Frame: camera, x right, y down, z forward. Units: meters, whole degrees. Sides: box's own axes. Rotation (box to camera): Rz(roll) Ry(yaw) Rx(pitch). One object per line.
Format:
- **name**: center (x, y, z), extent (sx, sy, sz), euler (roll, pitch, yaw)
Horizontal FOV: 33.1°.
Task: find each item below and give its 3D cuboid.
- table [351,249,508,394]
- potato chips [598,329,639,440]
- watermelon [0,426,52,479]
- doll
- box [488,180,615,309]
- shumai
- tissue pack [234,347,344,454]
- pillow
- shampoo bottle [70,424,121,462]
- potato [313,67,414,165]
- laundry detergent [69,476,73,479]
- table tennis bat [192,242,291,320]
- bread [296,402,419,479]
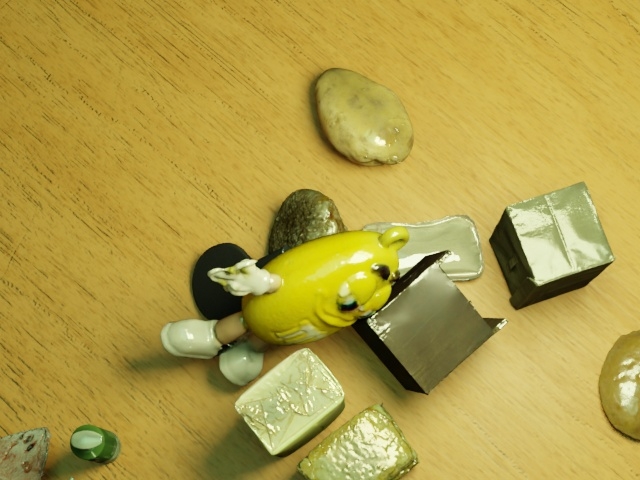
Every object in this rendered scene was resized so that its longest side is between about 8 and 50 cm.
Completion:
- **table**: center (0.187, 0.144, 1.912), extent (0.193, 0.172, 0.169), euler (-41, 93, -10)
- **potato chips**: center (0.585, 0.255, 1.946), extent (0.150, 0.049, 0.202), euler (28, 72, 3)
- **watermelon**: center (-0.526, 0.399, 1.927), extent (0.187, 0.071, 0.139), euler (32, 67, 27)
- **doll**: center (-0.070, 0.107, 1.830), extent (0.348, 0.423, 0.161), euler (-4, 60, -29)
- **box**: center (0.403, 0.016, 1.916), extent (0.155, 0.231, 0.149), euler (-19, 76, -2)
- **shumai**: center (0.000, 0.000, 1.982), extent (0.153, 0.209, 0.161), euler (22, 59, -26)
- **tissue pack**: center (-0.046, 0.284, 1.859), extent (0.159, 0.234, 0.125), euler (-37, 80, -7)
- **pillow**: center (0.187, 0.020, 2.020), extent (0.232, 0.038, 0.131), euler (-6, 75, 0)
- **shampoo bottle**: center (-0.391, 0.352, 1.866), extent (0.065, 0.204, 0.065), euler (0, 76, 0)
- **potato**: center (0.076, -0.227, 2.049), extent (0.234, 0.128, 0.161), euler (32, 63, 13)
- **laundry detergent**: center (-0.453, 0.522, 1.899), extent (0.096, 0.061, 0.206), euler (-2, 75, 5)
- **table tennis bat**: center (-0.147, 0.065, 1.964), extent (0.236, 0.027, 0.150), euler (-25, 75, 31)
- **bread**: center (0.069, 0.390, 1.898), extent (0.196, 0.102, 0.138), euler (-34, 80, -8)
